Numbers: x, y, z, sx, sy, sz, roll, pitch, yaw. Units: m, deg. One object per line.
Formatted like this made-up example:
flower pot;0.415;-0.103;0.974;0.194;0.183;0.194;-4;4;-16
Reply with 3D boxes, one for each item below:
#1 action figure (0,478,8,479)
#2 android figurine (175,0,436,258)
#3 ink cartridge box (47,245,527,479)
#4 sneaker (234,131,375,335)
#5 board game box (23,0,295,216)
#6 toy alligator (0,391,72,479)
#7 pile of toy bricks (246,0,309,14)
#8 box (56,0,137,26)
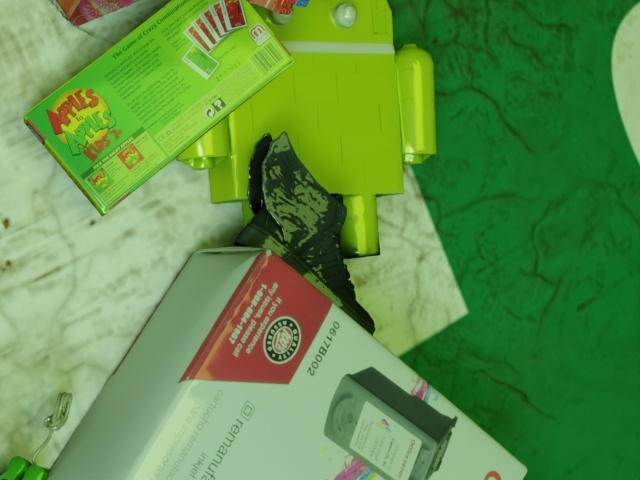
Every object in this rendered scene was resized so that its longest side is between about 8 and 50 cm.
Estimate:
action figure;-0.343;0.184;0.900;0.341;0.178;0.330;-28;108;-7
android figurine;-0.012;-0.119;1.212;0.248;0.056;0.272;-1;89;-34
ink cartridge box;-0.018;0.181;1.139;0.306;0.131;0.226;40;67;-24
sneaker;-0.001;0.000;1.156;0.170;0.051;0.089;40;76;-25
board game box;-0.119;-0.110;1.101;0.181;0.043;0.092;-40;95;-10
toy alligator;-0.227;0.191;1.048;0.051;0.056;0.189;14;75;9
pile of toy bricks;0.011;-0.213;1.086;0.212;0.105;0.118;-9;130;-59
box;-0.103;-0.285;1.121;0.257;0.123;0.128;-41;109;-29
